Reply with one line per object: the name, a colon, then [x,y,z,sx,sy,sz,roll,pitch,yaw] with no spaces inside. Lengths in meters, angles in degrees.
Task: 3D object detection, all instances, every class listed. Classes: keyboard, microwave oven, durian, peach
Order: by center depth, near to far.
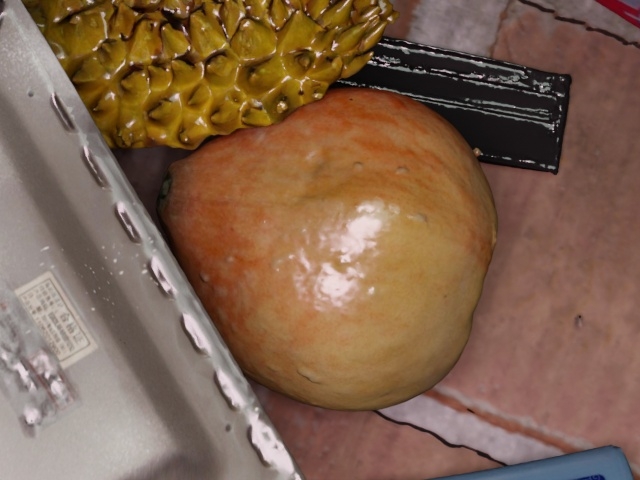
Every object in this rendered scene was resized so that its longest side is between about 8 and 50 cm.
microwave oven: [-0.238,0.044,1.046,0.236,0.374,0.432,-30,84,-20]
peach: [0.000,0.000,1.163,0.232,0.232,0.232,1,77,-4]
durian: [-0.123,-0.152,1.166,0.341,0.112,0.191,17,52,31]
keyboard: [0.059,-0.108,1.292,0.250,0.017,0.087,11,75,-3]

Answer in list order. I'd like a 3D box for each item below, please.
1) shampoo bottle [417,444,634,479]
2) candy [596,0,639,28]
shampoo bottle: [0.091,0.211,1.196,0.258,0.061,0.104,-9,76,-6]
candy: [0.203,-0.257,1.267,0.306,0.157,0.100,34,77,3]
